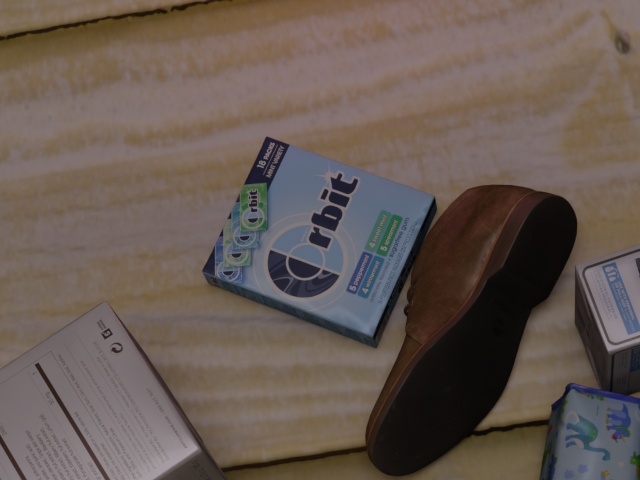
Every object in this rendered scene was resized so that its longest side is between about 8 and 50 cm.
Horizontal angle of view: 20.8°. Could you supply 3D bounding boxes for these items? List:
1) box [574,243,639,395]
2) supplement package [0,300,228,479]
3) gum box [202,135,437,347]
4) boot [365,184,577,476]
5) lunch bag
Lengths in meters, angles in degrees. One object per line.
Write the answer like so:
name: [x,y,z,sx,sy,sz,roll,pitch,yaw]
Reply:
box: [0.380,0.042,1.575,0.289,0.169,0.087,-18,68,0]
supplement package: [-0.255,0.226,1.588,0.293,0.177,0.175,-34,69,-5]
gum box: [0.000,0.000,1.713,0.184,0.041,0.157,20,73,14]
boot: [0.121,0.081,1.653,0.115,0.112,0.305,22,76,47]
lunch bag: [0.278,0.211,1.569,0.151,0.096,0.129,14,68,-2]
